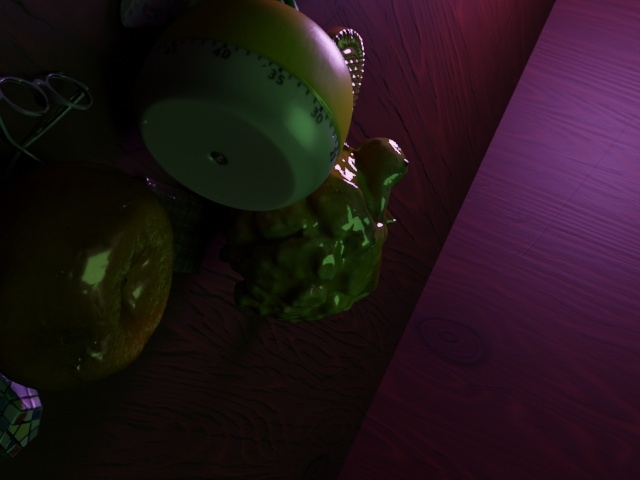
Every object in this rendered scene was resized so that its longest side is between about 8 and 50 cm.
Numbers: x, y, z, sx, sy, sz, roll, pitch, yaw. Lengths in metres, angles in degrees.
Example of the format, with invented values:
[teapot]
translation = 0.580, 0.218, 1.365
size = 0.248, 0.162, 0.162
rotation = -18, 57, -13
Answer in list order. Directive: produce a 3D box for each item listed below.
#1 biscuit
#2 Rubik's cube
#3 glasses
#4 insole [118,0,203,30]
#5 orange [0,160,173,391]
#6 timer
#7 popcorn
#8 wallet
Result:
[biscuit]
translation = -0.009, -0.236, 1.537
size = 0.259, 0.079, 0.259
rotation = -55, 159, -33
[Rubik's cube]
translation = -0.370, 0.194, 1.036
size = 0.111, 0.111, 0.093
rotation = -63, -175, -10
[glasses]
translation = -0.305, -0.118, 0.952
size = 0.104, 0.062, 0.140
rotation = -51, 170, 28
[insole]
translation = -0.186, -0.281, 1.115
size = 0.193, 0.006, 0.065
rotation = -24, 135, -63
[orange]
translation = -0.276, 0.034, 0.968
size = 0.249, 0.183, 0.249
rotation = 14, 90, -75
[timer]
translation = -0.074, -0.202, 1.137
size = 0.285, 0.285, 0.285
rotation = -53, 157, -34
[popcorn]
translation = -0.030, -0.028, 1.392
size = 0.336, 0.274, 0.279
rotation = 94, 14, -49
[wallet]
translation = -0.215, -0.016, 1.292
size = 0.230, 0.042, 0.124
rotation = 17, 90, -74
